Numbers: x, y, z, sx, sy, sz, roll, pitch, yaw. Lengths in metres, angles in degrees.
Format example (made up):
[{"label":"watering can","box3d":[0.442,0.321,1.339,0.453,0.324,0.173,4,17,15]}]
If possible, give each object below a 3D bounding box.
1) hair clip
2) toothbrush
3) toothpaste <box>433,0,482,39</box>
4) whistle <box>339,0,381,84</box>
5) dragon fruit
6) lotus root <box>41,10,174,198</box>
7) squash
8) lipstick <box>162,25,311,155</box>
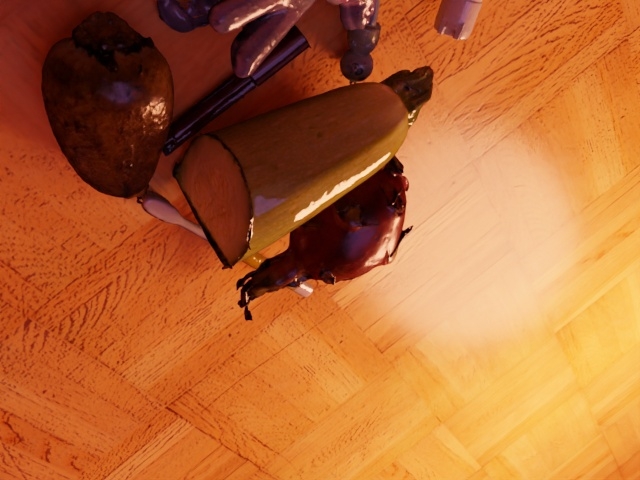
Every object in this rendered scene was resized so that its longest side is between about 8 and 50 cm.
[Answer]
[{"label":"hair clip","box3d":[0.000,-0.232,0.693,0.278,0.090,0.137,-29,145,-9]},{"label":"toothbrush","box3d":[-0.096,0.009,0.886,0.021,0.024,0.288,-44,139,11]},{"label":"toothpaste","box3d":[0.177,-0.348,0.746,0.058,0.055,0.315,-47,158,-60]},{"label":"whistle","box3d":[0.041,-0.200,0.787,0.035,0.035,0.100,-8,129,-28]},{"label":"dragon fruit","box3d":[0.000,0.000,0.877,0.246,0.125,0.125,-37,148,7]},{"label":"lotus root","box3d":[-0.179,-0.097,0.690,0.108,0.095,0.191,8,134,3]},{"label":"squash","box3d":[0.004,-0.091,0.764,0.287,0.137,0.137,-27,137,-6]},{"label":"lipstick","box3d":[-0.087,-0.143,0.759,0.176,0.027,0.027,-37,138,2]}]
